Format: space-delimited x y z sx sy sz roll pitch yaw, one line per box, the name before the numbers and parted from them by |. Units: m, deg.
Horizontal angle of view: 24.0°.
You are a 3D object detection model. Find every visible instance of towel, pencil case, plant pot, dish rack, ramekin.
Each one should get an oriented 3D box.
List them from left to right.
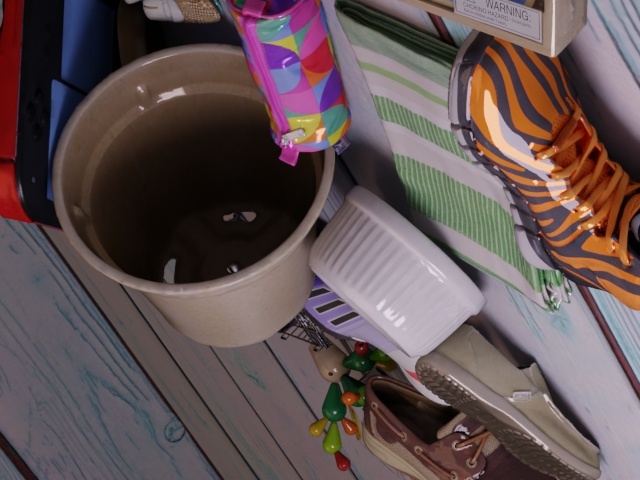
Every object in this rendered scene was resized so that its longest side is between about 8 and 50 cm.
plant pot | -0.221 -0.210 1.995 0.236 0.032 0.236 -10 -90 -84
plant pot | -0.130 -0.022 1.868 0.334 0.334 0.305 42 165 24
dish rack | -0.061 0.065 2.259 0.208 0.074 0.271 53 166 -15
pencil case | -0.031 -0.193 1.634 0.104 0.104 0.236 37 158 36
ramekin | 0.081 0.043 1.740 0.207 0.109 0.207 41 177 3
towel | 0.136 -0.083 1.552 0.248 0.038 0.324 33 156 45

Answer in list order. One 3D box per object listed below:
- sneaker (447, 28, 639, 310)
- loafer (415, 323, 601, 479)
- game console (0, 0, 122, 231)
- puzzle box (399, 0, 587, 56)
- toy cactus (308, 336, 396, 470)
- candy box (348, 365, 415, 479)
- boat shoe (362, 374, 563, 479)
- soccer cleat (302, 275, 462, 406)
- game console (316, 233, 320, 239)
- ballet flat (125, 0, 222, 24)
sneaker | 0.232 -0.059 1.263 0.180 0.124 0.321 28 163 41
loafer | 0.239 0.193 1.789 0.268 0.092 0.102 38 159 -15
game console | -0.306 -0.176 1.885 0.060 0.341 0.386 5 175 13
puzzle box | 0.018 -0.317 1.140 0.409 0.052 0.272 25 144 29
toy cactus | 0.033 0.217 2.224 0.180 0.112 0.219 50 137 37
candy box | 0.146 0.318 2.294 0.233 0.071 0.159 40 160 31
boat shoe | 0.192 0.277 2.011 0.342 0.123 0.123 28 140 36
soccer cleat | 0.084 0.090 1.944 0.318 0.109 0.116 34 146 34
game console | 0.000 0.000 2.096 0.124 0.085 0.144 11 151 13
ballet flat | -0.206 -0.309 1.873 0.206 0.067 0.073 36 159 38
